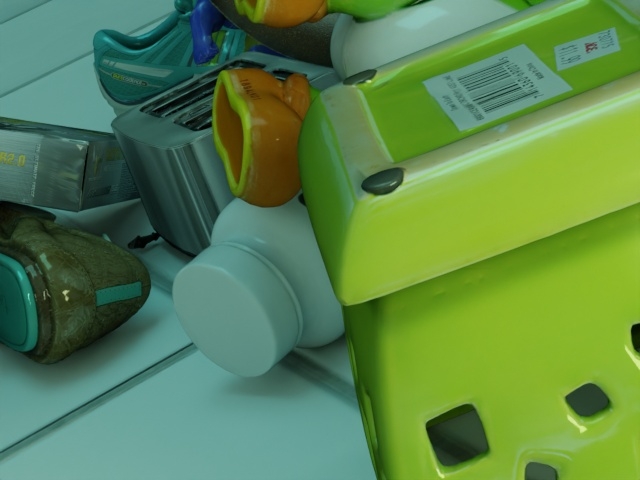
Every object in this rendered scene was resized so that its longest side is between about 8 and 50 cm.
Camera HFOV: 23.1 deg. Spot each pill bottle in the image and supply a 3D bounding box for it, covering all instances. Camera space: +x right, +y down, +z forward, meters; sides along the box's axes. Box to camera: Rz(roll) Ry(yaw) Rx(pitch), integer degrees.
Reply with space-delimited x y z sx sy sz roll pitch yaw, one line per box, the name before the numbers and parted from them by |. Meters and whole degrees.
pill bottle | 0.000 0.000 0.978 0.108 0.108 0.193 0 29 44

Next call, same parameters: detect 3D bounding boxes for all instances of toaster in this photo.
toaster | -0.059 -0.063 1.188 0.185 0.110 0.168 -29 21 -17

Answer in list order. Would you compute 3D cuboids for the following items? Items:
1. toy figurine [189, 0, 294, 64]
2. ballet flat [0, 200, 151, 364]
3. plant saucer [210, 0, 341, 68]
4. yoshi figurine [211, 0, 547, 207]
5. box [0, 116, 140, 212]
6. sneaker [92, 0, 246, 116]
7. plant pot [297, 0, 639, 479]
toy figurine | -0.002 -0.179 1.406 0.362 0.217 0.191 10 -21 -22
ballet flat | -0.234 0.015 1.196 0.124 0.116 0.342 -11 12 -34
plant saucer | 0.016 -0.298 1.318 0.310 0.310 0.050 -34 4 -28
yoshi figurine | 0.131 -0.089 0.904 0.362 0.203 0.203 2 -27 -17
box | -0.250 -0.069 1.268 0.183 0.056 0.231 8 5 6
sneaker | -0.100 -0.205 1.575 0.275 0.110 0.107 -19 21 7
plant pot | 0.110 0.016 0.695 0.227 0.207 0.228 -21 22 2
